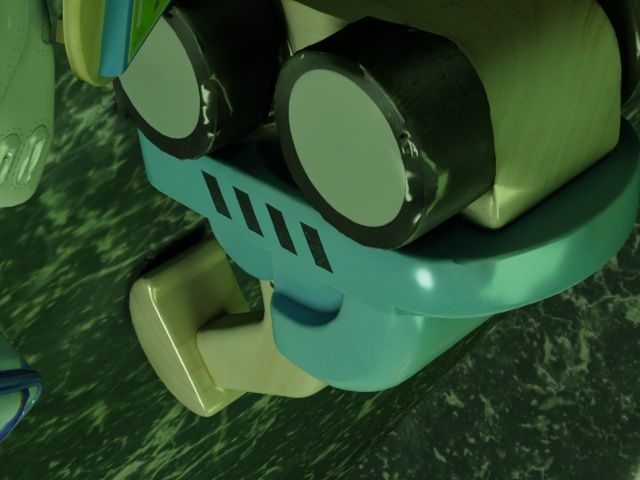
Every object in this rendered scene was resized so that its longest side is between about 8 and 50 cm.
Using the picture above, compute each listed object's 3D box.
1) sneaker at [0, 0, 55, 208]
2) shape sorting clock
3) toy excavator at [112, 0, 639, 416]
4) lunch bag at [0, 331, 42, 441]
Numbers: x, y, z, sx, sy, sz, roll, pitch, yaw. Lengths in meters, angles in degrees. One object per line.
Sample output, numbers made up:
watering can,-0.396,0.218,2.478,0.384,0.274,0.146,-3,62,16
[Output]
sneaker,-0.198,-0.005,0.446,0.210,0.137,0.365,34,74,-76
shape sorting clock,-0.070,-0.164,0.533,0.206,0.040,0.206,19,90,-86
toy excavator,0.000,0.000,0.846,0.222,0.433,0.445,-31,132,-33
lunch bag,-0.292,0.139,0.828,0.219,0.090,0.176,-46,165,14
